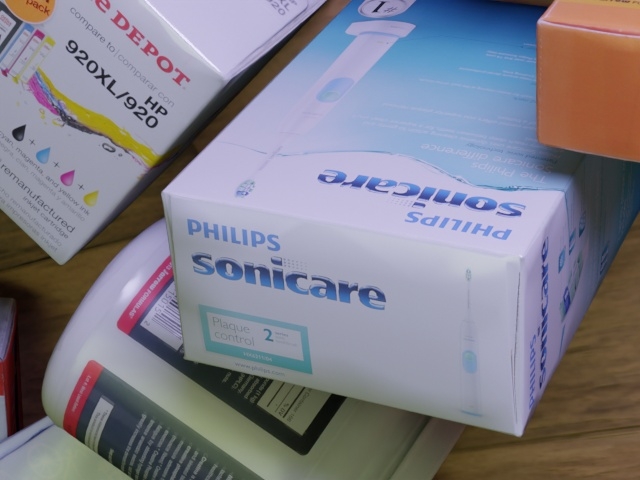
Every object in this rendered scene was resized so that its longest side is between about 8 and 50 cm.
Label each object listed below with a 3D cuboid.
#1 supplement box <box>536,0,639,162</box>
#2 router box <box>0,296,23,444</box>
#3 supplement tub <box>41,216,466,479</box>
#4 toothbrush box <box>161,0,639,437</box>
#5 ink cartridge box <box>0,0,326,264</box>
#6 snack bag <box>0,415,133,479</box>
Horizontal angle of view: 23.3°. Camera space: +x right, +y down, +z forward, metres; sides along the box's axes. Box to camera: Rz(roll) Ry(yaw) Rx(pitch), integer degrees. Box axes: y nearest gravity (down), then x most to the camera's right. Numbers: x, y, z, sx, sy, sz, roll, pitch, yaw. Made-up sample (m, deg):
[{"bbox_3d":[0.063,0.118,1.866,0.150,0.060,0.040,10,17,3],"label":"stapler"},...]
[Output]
[{"bbox_3d":[0.192,-0.132,0.862,0.080,0.233,0.078,12,126,26],"label":"supplement box"},{"bbox_3d":[-0.442,0.178,1.420,0.336,0.082,0.301,3,130,-3],"label":"router box"},{"bbox_3d":[-0.049,0.123,1.147,0.272,0.191,0.191,34,131,7],"label":"supplement tub"},{"bbox_3d":[0.070,-0.035,0.954,0.216,0.295,0.126,10,125,22],"label":"toothbrush box"},{"bbox_3d":[-0.144,-0.137,1.084,0.171,0.168,0.233,44,130,-4],"label":"ink cartridge box"},{"bbox_3d":[-0.089,0.246,1.298,0.342,0.037,0.323,-33,89,22],"label":"snack bag"}]
